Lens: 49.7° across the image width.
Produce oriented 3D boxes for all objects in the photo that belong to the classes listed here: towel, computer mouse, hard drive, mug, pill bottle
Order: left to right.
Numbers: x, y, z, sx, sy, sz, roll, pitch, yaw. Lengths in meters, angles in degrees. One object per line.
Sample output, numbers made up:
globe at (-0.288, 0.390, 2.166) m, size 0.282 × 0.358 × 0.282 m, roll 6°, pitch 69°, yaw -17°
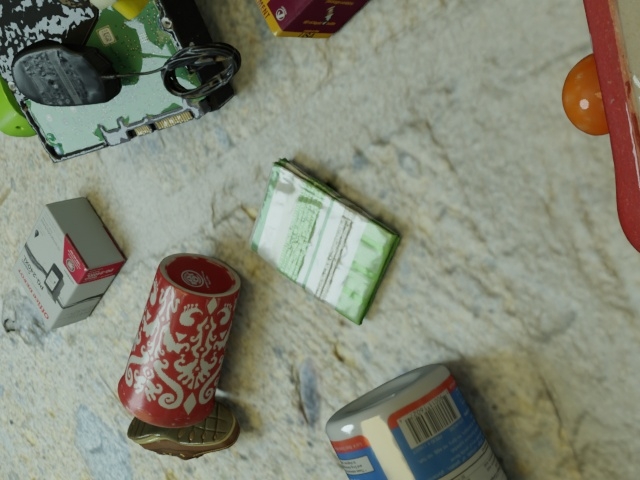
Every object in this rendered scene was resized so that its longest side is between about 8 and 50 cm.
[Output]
hard drive at (-0.256, -0.261, 0.688) m, size 0.237 × 0.064 × 0.339 m, roll -11°, pitch 115°, yaw 28°
computer mouse at (-0.188, -0.168, 0.662) m, size 0.242 × 0.041 × 0.071 m, roll 1°, pitch 137°, yaw 14°
mug at (-0.169, 0.100, 0.784) m, size 0.150 × 0.113 × 0.169 m, roll 31°, pitch 117°, yaw 25°
towel at (0.000, 0.000, 0.683) m, size 0.152 × 0.023 × 0.113 m, roll 34°, pitch 123°, yaw 23°
pill bottle at (0.105, 0.231, 0.598) m, size 0.124 × 0.124 × 0.221 m, roll -31°, pitch 83°, yaw 39°

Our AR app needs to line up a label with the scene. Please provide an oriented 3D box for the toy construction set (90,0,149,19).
toy construction set at (-0.100, -0.348, 0.538) m, size 0.215 × 0.151 × 0.328 m, roll -24°, pitch 58°, yaw 36°

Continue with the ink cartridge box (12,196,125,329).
ink cartridge box at (-0.339, 0.033, 0.924) m, size 0.109 × 0.063 × 0.150 m, roll 53°, pitch 127°, yaw 13°

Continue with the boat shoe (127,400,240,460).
boat shoe at (-0.161, 0.237, 0.854) m, size 0.178 × 0.064 × 0.060 m, roll -12°, pitch 128°, yaw 37°

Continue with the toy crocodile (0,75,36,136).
toy crocodile at (-0.440, -0.291, 0.895) m, size 0.115 × 0.105 × 0.341 m, roll -37°, pitch 75°, yaw 39°

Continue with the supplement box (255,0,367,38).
supplement box at (0.021, -0.260, 0.551) m, size 0.188 × 0.081 × 0.104 m, roll -35°, pitch 81°, yaw 38°

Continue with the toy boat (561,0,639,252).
toy boat at (0.215, -0.098, 0.431) m, size 0.151 × 0.151 × 0.231 m, roll -179°, pitch 75°, yaw -69°
